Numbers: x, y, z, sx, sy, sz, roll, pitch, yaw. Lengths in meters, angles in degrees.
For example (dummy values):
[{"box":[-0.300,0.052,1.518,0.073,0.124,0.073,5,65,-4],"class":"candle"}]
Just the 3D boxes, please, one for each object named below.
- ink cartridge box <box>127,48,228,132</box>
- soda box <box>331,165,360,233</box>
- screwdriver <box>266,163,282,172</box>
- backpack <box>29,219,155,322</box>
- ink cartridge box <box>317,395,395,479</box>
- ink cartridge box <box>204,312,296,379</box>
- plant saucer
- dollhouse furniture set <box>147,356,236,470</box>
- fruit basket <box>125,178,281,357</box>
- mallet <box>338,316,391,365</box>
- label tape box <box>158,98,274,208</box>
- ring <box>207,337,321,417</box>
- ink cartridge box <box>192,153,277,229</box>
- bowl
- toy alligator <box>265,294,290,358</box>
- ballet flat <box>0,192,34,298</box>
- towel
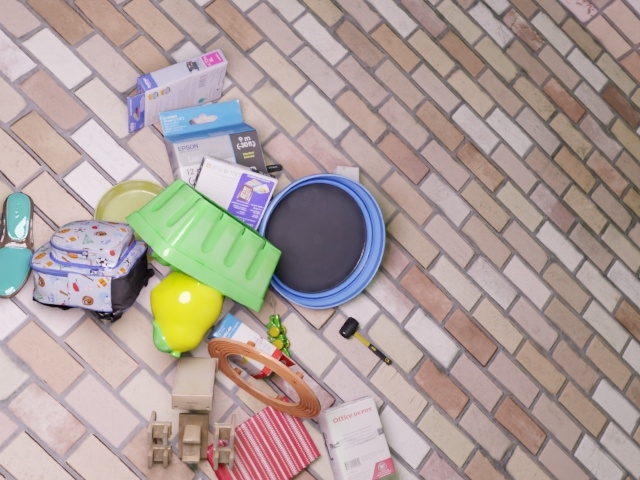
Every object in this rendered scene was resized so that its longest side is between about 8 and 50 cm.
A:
[{"box":[-0.420,-0.428,1.839,0.311,0.186,0.065,-30,80,-24],"class":"ink cartridge box"},{"box":[0.078,-0.119,1.995,0.073,0.069,0.216,4,74,-18],"class":"soda box"},{"box":[-0.198,-0.214,1.950,0.169,0.024,0.025,-6,107,-19],"class":"screwdriver"},{"box":[-0.581,0.067,1.602,0.263,0.276,0.213,-3,107,3],"class":"backpack"},{"box":[0.096,0.563,1.801,0.158,0.092,0.218,-12,82,-22],"class":"ink cartridge box"},{"box":[-0.192,0.303,1.747,0.231,0.134,0.078,37,65,-6],"class":"ink cartridge box"},{"box":[-0.503,-0.050,1.788,0.240,0.037,0.241,5,74,-19],"class":"plant saucer"},{"box":[-0.322,0.443,1.640,0.212,0.161,0.242,3,114,-7],"class":"dollhouse furniture set"},{"box":[-0.319,0.089,1.610,0.391,0.283,0.393,-19,125,-29],"class":"fruit basket"},{"box":[0.143,0.300,1.924,0.189,0.039,0.062,35,70,-12],"class":"mallet"},{"box":[-0.296,-0.228,1.841,0.249,0.115,0.348,-14,92,-22],"class":"label tape box"},{"box":[-0.142,0.347,1.645,0.336,0.336,0.032,37,60,-7],"class":"ring"},{"box":[-0.250,-0.109,1.743,0.206,0.045,0.208,16,113,-23],"class":"ink cartridge box"},{"box":[0.000,0.000,1.858,0.390,0.077,0.392,-4,101,-23],"class":"bowl"},{"box":[-0.133,0.254,1.830,0.051,0.056,0.190,-20,81,18],"class":"toy alligator"},{"box":[-0.776,0.017,1.641,0.095,0.096,0.281,10,71,-21],"class":"ballet flat"},{"box":[-0.157,0.578,1.742,0.274,0.031,0.199,-29,84,-26],"class":"towel"}]
